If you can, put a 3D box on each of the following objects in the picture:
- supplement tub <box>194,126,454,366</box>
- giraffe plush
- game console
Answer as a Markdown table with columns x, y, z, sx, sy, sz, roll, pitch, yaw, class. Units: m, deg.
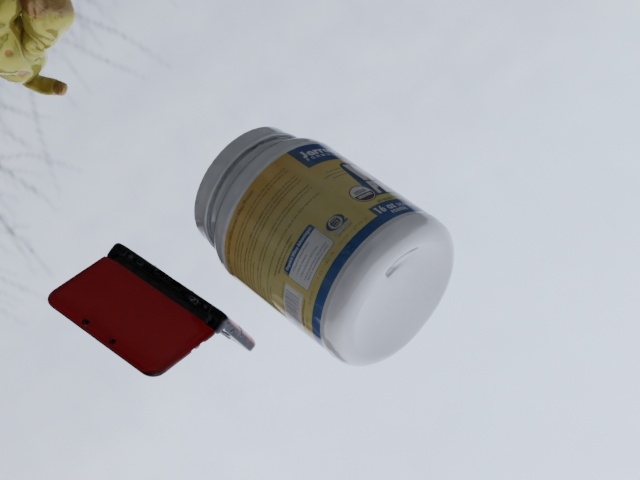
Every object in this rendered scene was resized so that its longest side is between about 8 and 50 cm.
| x | y | z | sx | sy | sz | roll | pitch | yaw | class |
| --- | --- | --- | --- | --- | --- | --- | --- | --- | --- |
| 0.000 | 0.000 | 1.133 | 0.144 | 0.144 | 0.199 | -43 | -124 | -17 | supplement tub |
| -0.391 | -0.231 | 1.460 | 0.170 | 0.210 | 0.181 | -24 | -129 | -32 | giraffe plush |
| -0.151 | 0.074 | 1.189 | 0.144 | 0.124 | 0.085 | 32 | -99 | 28 | game console |
